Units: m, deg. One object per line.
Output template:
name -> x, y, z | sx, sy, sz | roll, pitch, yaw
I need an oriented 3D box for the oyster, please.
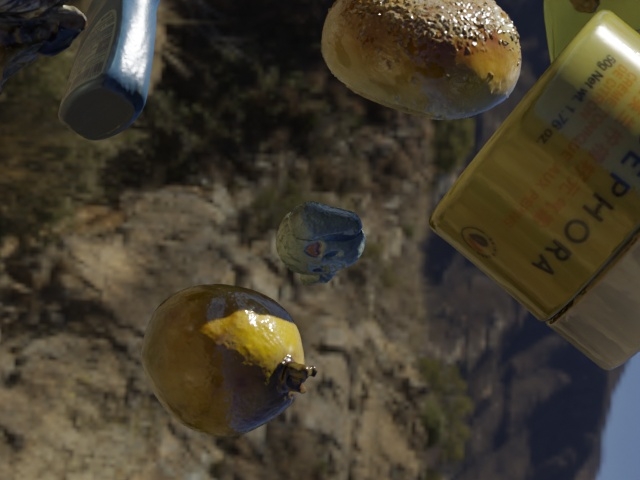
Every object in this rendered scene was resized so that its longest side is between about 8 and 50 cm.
oyster -> -0.410, -0.180, 1.372 | 0.197, 0.337, 0.133 | 51, 1, -18

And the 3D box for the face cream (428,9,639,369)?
face cream -> 0.217, -0.039, 1.001 | 0.218, 0.179, 0.218 | -50, 176, -5

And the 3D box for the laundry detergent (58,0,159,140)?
laundry detergent -> -0.287, -0.285, 1.855 | 0.143, 0.094, 0.289 | -32, -141, 42

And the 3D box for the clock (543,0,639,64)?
clock -> 0.375, -0.148, 1.279 | 0.117, 0.286, 0.348 | -50, 142, -32

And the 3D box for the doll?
doll -> 0.000, 0.000, 1.510 | 0.214, 0.104, 0.071 | 89, -10, -69

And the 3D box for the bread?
bread -> 0.146, -0.287, 1.847 | 0.305, 0.306, 0.158 | -74, 178, -64

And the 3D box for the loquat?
loquat -> -0.111, 0.156, 1.692 | 0.213, 0.246, 0.213 | -14, 108, -51
